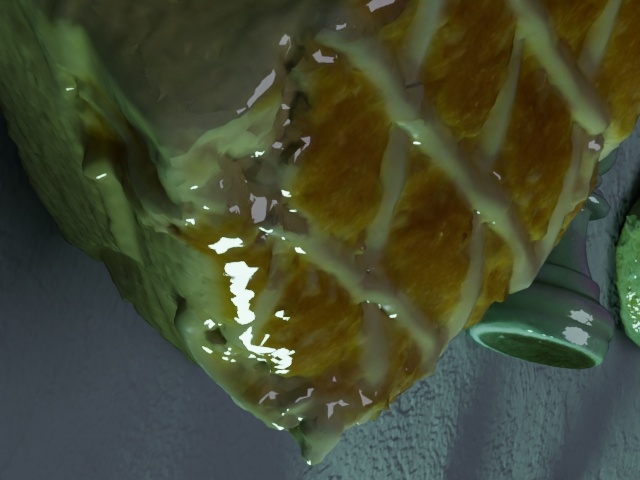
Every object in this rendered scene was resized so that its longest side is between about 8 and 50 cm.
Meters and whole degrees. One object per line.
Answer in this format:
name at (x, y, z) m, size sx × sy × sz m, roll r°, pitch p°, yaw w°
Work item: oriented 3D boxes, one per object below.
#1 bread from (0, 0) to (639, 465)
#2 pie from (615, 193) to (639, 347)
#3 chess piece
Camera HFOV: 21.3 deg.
bread at (0.002, -0.128, 1.029) m, size 0.371 × 0.279 × 0.390 m, roll -39°, pitch 149°, yaw -20°
pie at (0.436, -0.006, 1.956) m, size 0.323 × 0.070 × 0.323 m, roll -30°, pitch 129°, yaw -45°
chess piece at (0.237, -0.021, 1.649) m, size 0.139 × 0.139 × 0.272 m, roll 38°, pitch 63°, yaw -53°
